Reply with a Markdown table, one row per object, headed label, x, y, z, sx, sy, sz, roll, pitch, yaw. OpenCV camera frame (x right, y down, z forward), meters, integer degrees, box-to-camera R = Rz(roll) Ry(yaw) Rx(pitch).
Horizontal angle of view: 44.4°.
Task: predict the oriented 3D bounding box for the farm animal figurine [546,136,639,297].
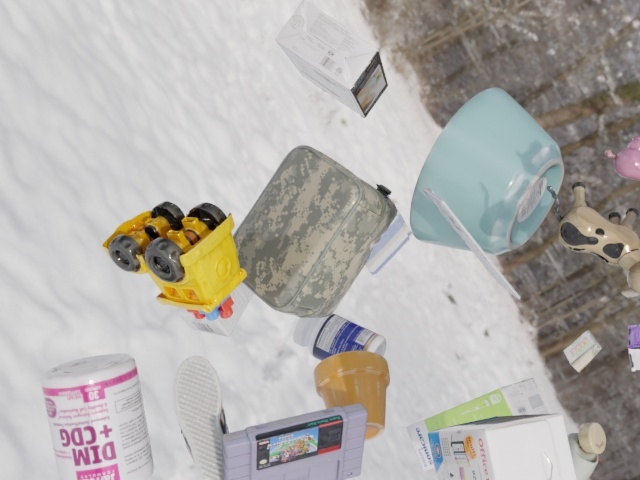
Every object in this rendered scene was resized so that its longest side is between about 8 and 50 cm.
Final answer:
| label | x | y | z | sx | sy | sz | roll | pitch | yaw |
| --- | --- | --- | --- | --- | --- | --- | --- | --- | --- |
| farm animal figurine | 0.518 | 0.009 | 1.053 | 0.326 | 0.330 | 0.172 | 50 | 40 | -19 |

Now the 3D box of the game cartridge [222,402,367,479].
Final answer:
| label | x | y | z | sx | sy | sz | roll | pitch | yaw |
| --- | --- | --- | --- | --- | --- | --- | --- | --- | --- |
| game cartridge | -0.061 | 0.521 | 1.892 | 0.068 | 0.355 | 0.230 | -122 | -150 | -48 |

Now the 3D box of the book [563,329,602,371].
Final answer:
| label | x | y | z | sx | sy | sz | roll | pitch | yaw |
| --- | --- | --- | --- | --- | --- | --- | --- | --- | --- |
| book | 0.745 | 0.311 | 2.227 | 0.035 | 0.096 | 0.144 | 45 | 11 | 1 |

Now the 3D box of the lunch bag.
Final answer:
| label | x | y | z | sx | sy | sz | roll | pitch | yaw |
| --- | --- | --- | --- | --- | --- | --- | --- | --- | --- |
| lunch bag | 0.000 | 0.000 | 1.523 | 0.213 | 0.305 | 0.256 | 38 | 9 | 33 |

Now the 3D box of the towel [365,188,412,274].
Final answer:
| label | x | y | z | sx | sy | sz | roll | pitch | yaw |
| --- | --- | --- | --- | --- | --- | --- | --- | --- | --- |
| towel | 0.191 | -0.030 | 2.632 | 0.034 | 0.209 | 0.285 | 34 | -14 | 43 |

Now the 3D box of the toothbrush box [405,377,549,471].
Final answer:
| label | x | y | z | sx | sy | sz | roll | pitch | yaw |
| --- | --- | --- | --- | --- | --- | --- | --- | --- | --- |
| toothbrush box | 0.390 | 0.452 | 1.931 | 0.206 | 0.283 | 0.122 | 3 | 62 | -54 |

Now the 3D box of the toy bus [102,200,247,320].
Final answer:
| label | x | y | z | sx | sy | sz | roll | pitch | yaw |
| --- | --- | --- | --- | --- | --- | --- | --- | --- | --- |
| toy bus | -0.241 | 0.052 | 1.375 | 0.149 | 0.220 | 0.211 | -49 | 132 | -41 |

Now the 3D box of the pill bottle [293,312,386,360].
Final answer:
| label | x | y | z | sx | sy | sz | roll | pitch | yaw |
| --- | --- | --- | --- | --- | --- | --- | --- | --- | --- |
| pill bottle | 0.057 | 0.314 | 2.421 | 0.265 | 0.153 | 0.153 | 24 | -8 | 22 |

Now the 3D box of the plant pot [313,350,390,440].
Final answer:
| label | x | y | z | sx | sy | sz | roll | pitch | yaw |
| --- | --- | --- | --- | --- | --- | --- | --- | --- | --- |
| plant pot | 0.092 | 0.424 | 2.081 | 0.205 | 0.205 | 0.187 | 52 | 24 | -50 |

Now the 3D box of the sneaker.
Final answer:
| label | x | y | z | sx | sy | sz | roll | pitch | yaw |
| --- | --- | --- | --- | --- | --- | --- | --- | --- | --- |
| sneaker | -0.299 | 0.451 | 1.979 | 0.127 | 0.126 | 0.320 | 143 | -63 | -77 |

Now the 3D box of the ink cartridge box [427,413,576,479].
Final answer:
| label | x | y | z | sx | sy | sz | roll | pitch | yaw |
| --- | --- | --- | --- | --- | --- | --- | --- | --- | --- |
| ink cartridge box | 0.341 | 0.426 | 1.478 | 0.233 | 0.168 | 0.171 | 142 | -60 | -66 |

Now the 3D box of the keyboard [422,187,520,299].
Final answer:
| label | x | y | z | sx | sy | sz | roll | pitch | yaw |
| --- | --- | --- | --- | --- | --- | --- | --- | --- | --- |
| keyboard | 0.254 | 0.007 | 1.306 | 0.256 | 0.014 | 0.072 | 46 | 7 | -30 |

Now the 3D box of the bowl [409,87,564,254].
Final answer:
| label | x | y | z | sx | sy | sz | roll | pitch | yaw |
| --- | --- | --- | --- | --- | --- | --- | --- | --- | --- |
| bowl | 0.316 | -0.096 | 1.401 | 0.163 | 0.311 | 0.311 | 34 | -6 | 28 |

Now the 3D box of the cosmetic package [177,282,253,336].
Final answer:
| label | x | y | z | sx | sy | sz | roll | pitch | yaw |
| --- | --- | --- | --- | --- | --- | --- | --- | --- | --- |
| cosmetic package | -0.220 | 0.104 | 1.832 | 0.231 | 0.117 | 0.085 | -63 | 143 | -29 |

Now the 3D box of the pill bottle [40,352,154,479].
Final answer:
| label | x | y | z | sx | sy | sz | roll | pitch | yaw |
| --- | --- | --- | --- | --- | --- | --- | --- | --- | --- |
| pill bottle | -0.377 | 0.350 | 1.354 | 0.160 | 0.161 | 0.282 | -50 | 131 | -83 |

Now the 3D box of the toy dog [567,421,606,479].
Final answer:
| label | x | y | z | sx | sy | sz | roll | pitch | yaw |
| --- | --- | --- | --- | --- | --- | --- | --- | --- | --- |
| toy dog | 0.670 | 0.642 | 2.050 | 0.161 | 0.333 | 0.220 | 36 | -17 | -23 |

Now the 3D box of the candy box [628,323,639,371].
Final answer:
| label | x | y | z | sx | sy | sz | roll | pitch | yaw |
| --- | --- | --- | --- | --- | --- | --- | --- | --- | --- |
| candy box | 0.908 | 0.270 | 2.038 | 0.165 | 0.196 | 0.070 | -39 | 117 | -64 |

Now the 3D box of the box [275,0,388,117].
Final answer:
| label | x | y | z | sx | sy | sz | roll | pitch | yaw |
| --- | --- | --- | --- | --- | --- | --- | --- | --- | --- |
| box | 0.030 | -0.333 | 1.480 | 0.169 | 0.087 | 0.290 | 36 | 4 | 8 |
